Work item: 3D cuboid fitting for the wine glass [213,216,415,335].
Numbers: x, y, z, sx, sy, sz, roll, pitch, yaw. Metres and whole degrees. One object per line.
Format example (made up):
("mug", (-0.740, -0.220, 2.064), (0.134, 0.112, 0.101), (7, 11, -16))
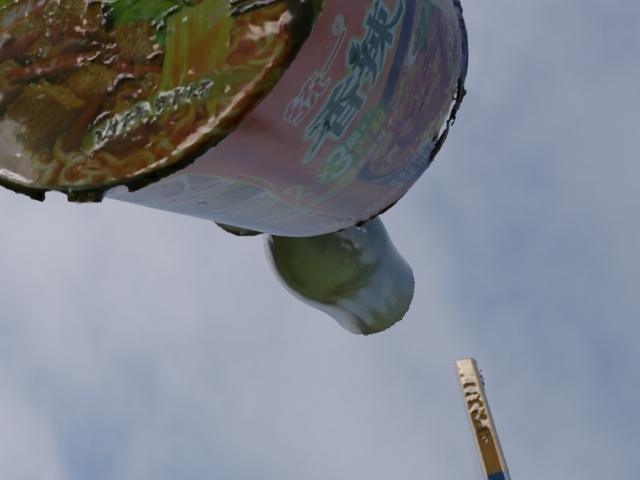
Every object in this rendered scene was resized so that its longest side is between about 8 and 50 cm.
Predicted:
("wine glass", (0.000, 0.000, 0.982), (0.093, 0.093, 0.202), (-1, -27, 28))

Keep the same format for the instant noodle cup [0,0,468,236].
("instant noodle cup", (-0.044, -0.106, 0.625), (0.230, 0.230, 0.182), (-3, -15, 29))

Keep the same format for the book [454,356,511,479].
("book", (0.095, 0.188, 0.581), (0.018, 0.241, 0.170), (-12, -60, 3))
